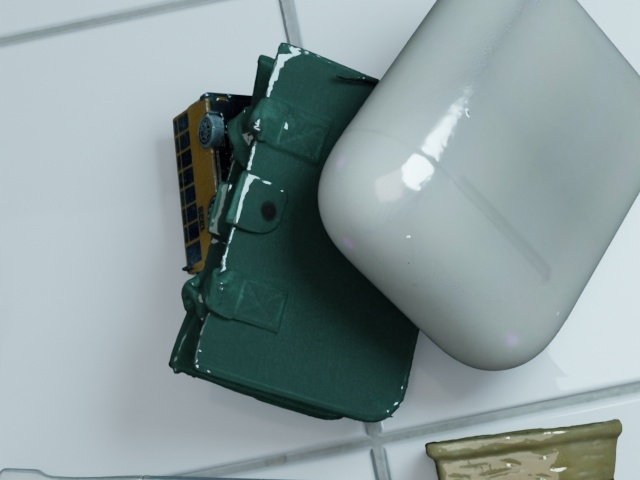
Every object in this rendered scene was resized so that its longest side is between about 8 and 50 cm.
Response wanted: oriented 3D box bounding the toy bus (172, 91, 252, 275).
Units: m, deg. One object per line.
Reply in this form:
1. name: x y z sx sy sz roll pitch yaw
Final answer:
1. toy bus: -0.091 -0.048 1.479 0.091 0.103 0.182 1 75 -33

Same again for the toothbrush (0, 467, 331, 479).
1. toothbrush: -0.150 0.245 1.459 0.342 0.030 0.025 1 78 4

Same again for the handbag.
1. handbag: 0.001 0.000 1.415 0.239 0.089 0.326 20 79 -29

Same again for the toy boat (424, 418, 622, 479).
1. toy boat: 0.197 0.211 1.404 0.188 0.116 0.061 -8 82 4

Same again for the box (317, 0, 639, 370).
1. box: 0.168 -0.074 1.390 0.289 0.141 0.349 44 66 -26
